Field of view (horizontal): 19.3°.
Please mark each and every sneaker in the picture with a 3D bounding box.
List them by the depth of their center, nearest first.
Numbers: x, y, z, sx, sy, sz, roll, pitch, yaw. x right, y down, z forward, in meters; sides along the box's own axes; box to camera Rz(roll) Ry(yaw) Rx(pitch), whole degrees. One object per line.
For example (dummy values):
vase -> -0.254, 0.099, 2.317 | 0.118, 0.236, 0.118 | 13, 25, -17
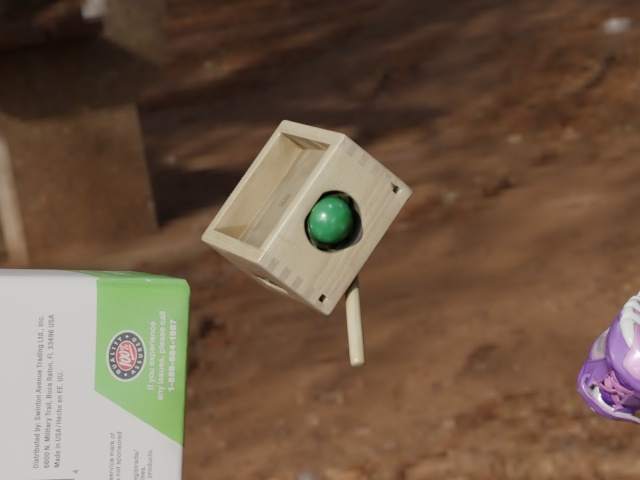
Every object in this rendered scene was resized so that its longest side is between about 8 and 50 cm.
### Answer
sneaker -> 0.251, 0.103, 1.488 | 0.104, 0.095, 0.236 | -42, -7, 11

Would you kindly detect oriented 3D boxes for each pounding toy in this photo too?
pounding toy -> 0.000, 0.000, 1.350 | 0.130, 0.100, 0.141 | -56, 26, -7

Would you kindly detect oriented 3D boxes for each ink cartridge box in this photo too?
ink cartridge box -> -0.228, 0.116, 1.153 | 0.273, 0.198, 0.115 | 2, 2, -25
